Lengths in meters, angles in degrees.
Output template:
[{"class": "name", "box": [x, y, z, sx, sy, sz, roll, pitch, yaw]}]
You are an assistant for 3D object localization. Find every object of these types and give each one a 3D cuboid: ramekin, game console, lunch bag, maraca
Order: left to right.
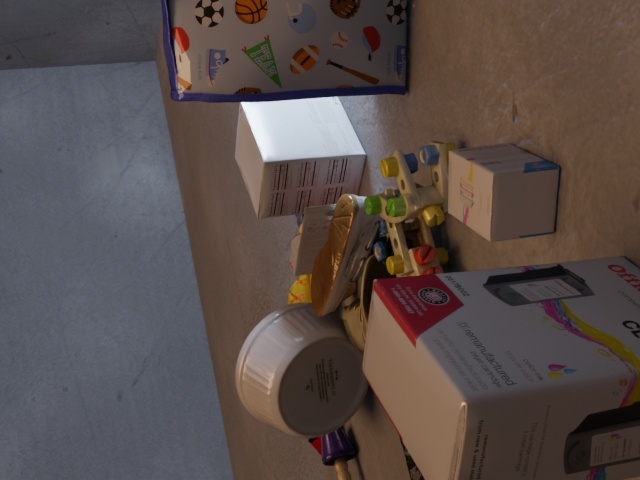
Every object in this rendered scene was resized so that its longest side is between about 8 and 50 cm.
[{"class": "lunch bag", "box": [-0.070, -0.398, 1.537, 0.239, 0.385, 0.327, -140, 45, -65]}, {"class": "ramekin", "box": [-0.023, 0.268, 1.874, 0.127, 0.273, 0.273, 27, 123, 56]}, {"class": "maraca", "box": [-0.016, 0.111, 2.060, 0.127, 0.099, 0.185, 132, 155, -64]}, {"class": "game console", "box": [0.030, 0.439, 2.170, 0.124, 0.085, 0.144, 47, 155, 8]}]

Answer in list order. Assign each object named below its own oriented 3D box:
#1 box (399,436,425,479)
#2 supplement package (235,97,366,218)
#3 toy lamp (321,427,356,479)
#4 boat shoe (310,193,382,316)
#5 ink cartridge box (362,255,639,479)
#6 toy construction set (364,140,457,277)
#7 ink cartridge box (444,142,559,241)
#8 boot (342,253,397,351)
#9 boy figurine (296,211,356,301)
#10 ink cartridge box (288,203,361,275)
[{"class": "box", "box": [0.191, 0.366, 1.575, 0.190, 0.045, 0.184, 115, 147, -61]}, {"class": "supplement package", "box": [-0.045, -0.167, 1.851, 0.149, 0.203, 0.194, 101, 156, -44]}, {"class": "toy lamp", "box": [0.062, 0.535, 2.005, 0.080, 0.080, 0.274, 113, 144, -59]}, {"class": "boat shoe", "box": [0.056, 0.036, 1.766, 0.098, 0.096, 0.277, -115, 35, -43]}, {"class": "ink cartridge box", "box": [0.223, 0.127, 0.936, 0.226, 0.306, 0.131, -126, 34, -57]}, {"class": "toy construction set", "box": [0.153, 0.031, 1.421, 0.215, 0.151, 0.327, 137, 135, -69]}, {"class": "ink cartridge box", "box": [0.227, -0.066, 1.208, 0.143, 0.092, 0.090, -133, 39, -64]}, {"class": "boot", "box": [0.091, 0.120, 1.749, 0.165, 0.077, 0.213, -154, 58, -73]}, {"class": "boy figurine", "box": [0.000, 0.000, 1.965, 0.177, 0.092, 0.285, 107, 150, -52]}, {"class": "ink cartridge box", "box": [0.019, -0.014, 1.803, 0.045, 0.145, 0.179, -117, 26, -44]}]
